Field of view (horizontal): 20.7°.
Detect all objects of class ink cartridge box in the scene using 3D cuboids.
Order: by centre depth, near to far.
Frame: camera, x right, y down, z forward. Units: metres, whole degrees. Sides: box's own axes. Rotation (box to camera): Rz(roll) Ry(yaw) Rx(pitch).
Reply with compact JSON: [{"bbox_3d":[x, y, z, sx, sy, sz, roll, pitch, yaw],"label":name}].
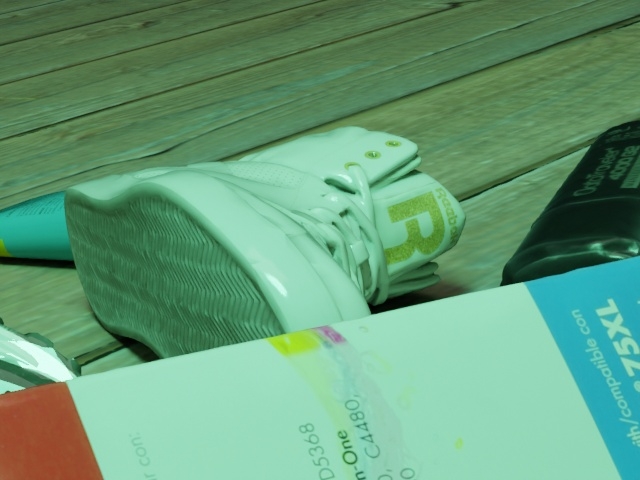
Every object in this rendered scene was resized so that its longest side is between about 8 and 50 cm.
[{"bbox_3d":[-0.023,0.082,0.403,0.231,0.078,0.134,-10,-25,-31],"label":"ink cartridge box"}]

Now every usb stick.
[{"bbox_3d":[0.155,-0.015,0.905,0.077,0.045,0.278,-8,14,20],"label":"usb stick"}]

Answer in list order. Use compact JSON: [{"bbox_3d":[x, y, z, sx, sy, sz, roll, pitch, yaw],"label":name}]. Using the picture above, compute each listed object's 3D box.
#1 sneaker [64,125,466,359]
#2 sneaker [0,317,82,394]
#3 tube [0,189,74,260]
[{"bbox_3d":[0.000,0.000,0.788,0.169,0.108,0.292,-15,16,-19],"label":"sneaker"},{"bbox_3d":[-0.192,0.084,0.615,0.272,0.100,0.108,1,41,14],"label":"sneaker"},{"bbox_3d":[-0.133,-0.010,1.002,0.207,0.052,0.080,-1,10,38],"label":"tube"}]
